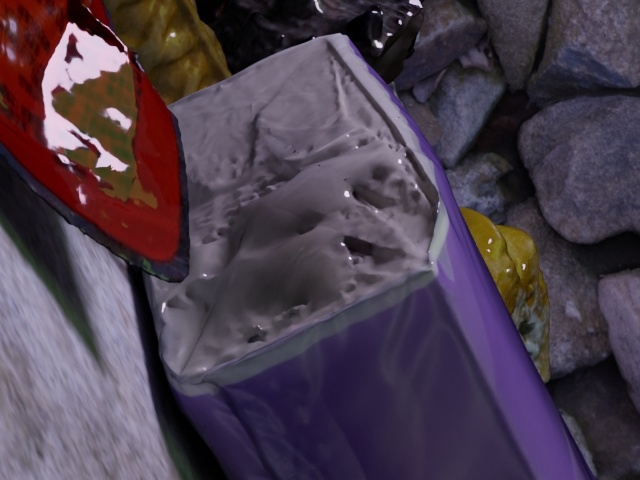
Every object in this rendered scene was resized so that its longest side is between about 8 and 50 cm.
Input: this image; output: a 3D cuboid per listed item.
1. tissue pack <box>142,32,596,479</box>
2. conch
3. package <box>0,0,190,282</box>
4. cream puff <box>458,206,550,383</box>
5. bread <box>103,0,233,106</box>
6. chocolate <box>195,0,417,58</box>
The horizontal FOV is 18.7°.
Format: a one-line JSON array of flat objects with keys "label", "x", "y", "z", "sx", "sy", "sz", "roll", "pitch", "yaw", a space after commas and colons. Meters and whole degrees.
[{"label": "tissue pack", "x": 0.038, "y": 0.086, "z": 1.023, "sx": 0.242, "sy": 0.160, "sz": 0.338, "roll": -110, "pitch": 173, "yaw": -54}, {"label": "conch", "x": -0.012, "y": -0.079, "z": 1.419, "sx": 0.313, "sy": 0.186, "sz": 0.240, "roll": 113, "pitch": -36, "yaw": -70}, {"label": "package", "x": -0.129, "y": -0.122, "z": 0.823, "sx": 0.194, "sy": 0.071, "sz": 0.269, "roll": 31, "pitch": 25, "yaw": -38}, {"label": "cream puff", "x": 0.093, "y": 0.076, "z": 1.570, "sx": 0.195, "sy": 0.195, "sz": 0.221, "roll": -104, "pitch": -172, "yaw": -66}, {"label": "bread", "x": -0.112, "y": -0.134, "z": 1.048, "sx": 0.077, "sy": 0.084, "sz": 0.367, "roll": 15, "pitch": -34, "yaw": 40}, {"label": "chocolate", "x": -0.017, "y": -0.179, "z": 1.622, "sx": 0.177, "sy": 0.206, "sz": 0.224, "roll": -83, "pitch": 154, "yaw": -62}]
